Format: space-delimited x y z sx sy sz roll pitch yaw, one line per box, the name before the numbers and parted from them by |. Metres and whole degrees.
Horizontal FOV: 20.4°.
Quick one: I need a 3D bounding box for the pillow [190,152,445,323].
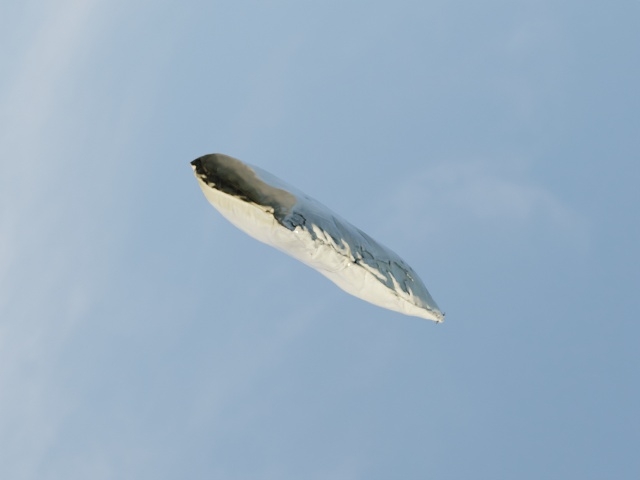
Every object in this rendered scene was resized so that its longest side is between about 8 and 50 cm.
pillow | 0.000 0.000 1.367 0.128 0.229 0.051 36 -86 42
